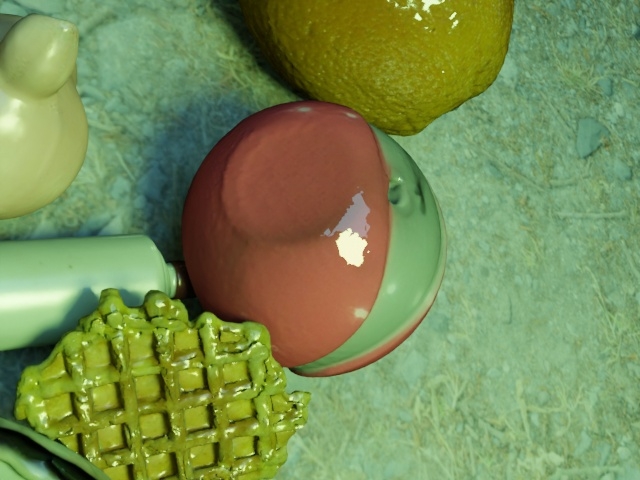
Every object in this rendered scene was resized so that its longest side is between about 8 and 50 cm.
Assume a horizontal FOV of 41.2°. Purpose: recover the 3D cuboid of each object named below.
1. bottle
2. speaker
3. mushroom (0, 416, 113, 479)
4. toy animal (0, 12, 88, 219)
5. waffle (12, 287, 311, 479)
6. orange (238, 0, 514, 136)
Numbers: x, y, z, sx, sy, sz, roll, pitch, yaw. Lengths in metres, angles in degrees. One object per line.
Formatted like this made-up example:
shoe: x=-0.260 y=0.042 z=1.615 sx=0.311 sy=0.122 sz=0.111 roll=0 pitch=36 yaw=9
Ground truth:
bottle: x=-0.232 y=0.047 z=0.830 sx=0.245 sy=0.104 sz=0.104 roll=-4 pitch=73 yaw=-34
speaker: x=0.000 y=0.000 z=0.916 sx=0.294 sy=0.294 sz=0.294 roll=13 pitch=64 yaw=-29
mushroom: x=-0.253 y=0.276 z=0.686 sx=0.344 sy=0.130 sz=0.248 roll=29 pitch=92 yaw=-1
toy animal: x=-0.352 y=-0.144 z=0.737 sx=0.237 sy=0.269 sz=0.326 roll=-55 pitch=144 yaw=4
waffle: x=-0.154 y=0.177 z=0.784 sx=0.291 sy=0.051 sz=0.291 roll=-4 pitch=105 yaw=-14
orange: x=0.072 y=-0.305 z=1.052 sx=0.357 sy=0.322 sz=0.322 roll=55 pitch=51 yaw=-16
